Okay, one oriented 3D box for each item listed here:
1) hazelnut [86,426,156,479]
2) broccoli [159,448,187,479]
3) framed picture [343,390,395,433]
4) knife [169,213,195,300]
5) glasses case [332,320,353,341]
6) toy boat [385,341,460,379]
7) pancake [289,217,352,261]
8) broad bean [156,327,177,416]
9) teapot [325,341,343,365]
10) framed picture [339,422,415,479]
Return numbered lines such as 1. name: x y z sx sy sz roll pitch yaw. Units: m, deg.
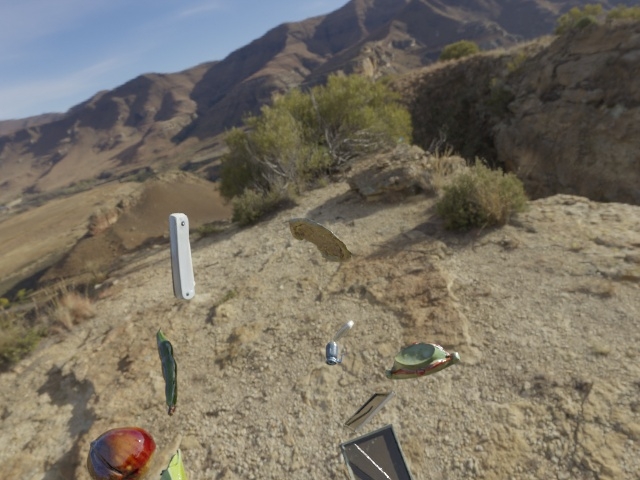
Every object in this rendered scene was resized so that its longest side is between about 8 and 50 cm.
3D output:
1. hazelnut: -0.681 0.737 1.366 0.229 0.229 0.229 -13 20 5
2. broccoli: -0.383 0.748 1.018 0.186 0.302 0.254 -27 -4 -22
3. framed picture: 0.206 0.757 1.776 0.232 0.024 0.315 -38 -12 -17
4. knife: -0.414 0.051 1.200 0.041 0.265 0.073 6 15 31
5. glasses case: 0.062 0.251 1.107 0.083 0.021 0.032 -52 -9 31
6. toy boat: 0.239 0.292 0.967 0.185 0.071 0.089 -19 38 14
7. pancake: 0.000 0.000 1.280 0.029 0.235 0.212 -60 6 -21
8. broad bean: -0.458 0.378 1.205 0.043 0.060 0.297 16 30 -40
9. teapot: 0.051 0.442 1.556 0.064 0.049 0.083 18 47 -15
10. framed picture: 0.205 0.800 1.361 0.209 0.019 0.281 -17 64 -6
